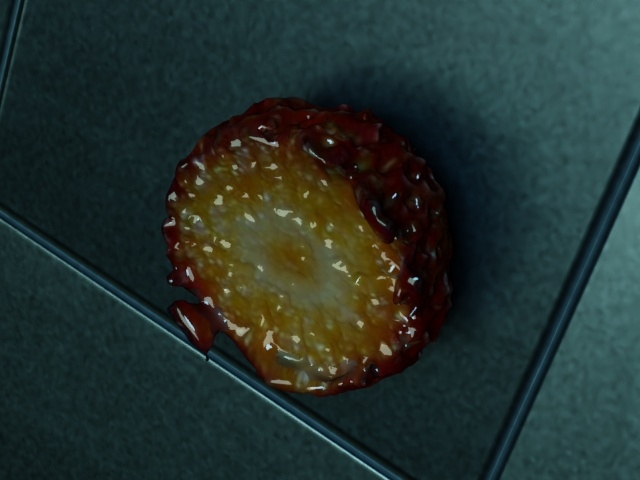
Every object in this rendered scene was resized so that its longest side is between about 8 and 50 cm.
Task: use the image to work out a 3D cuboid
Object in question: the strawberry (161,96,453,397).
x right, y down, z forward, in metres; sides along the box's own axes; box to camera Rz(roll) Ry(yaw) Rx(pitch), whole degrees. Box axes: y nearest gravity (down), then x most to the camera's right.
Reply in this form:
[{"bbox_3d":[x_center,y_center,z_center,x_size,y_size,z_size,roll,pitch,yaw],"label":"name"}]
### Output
[{"bbox_3d":[0.000,0.000,0.740,0.145,0.086,0.145,12,112,33],"label":"strawberry"}]
